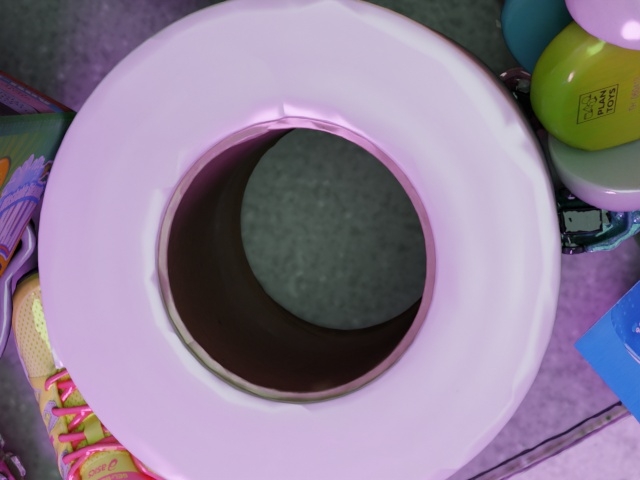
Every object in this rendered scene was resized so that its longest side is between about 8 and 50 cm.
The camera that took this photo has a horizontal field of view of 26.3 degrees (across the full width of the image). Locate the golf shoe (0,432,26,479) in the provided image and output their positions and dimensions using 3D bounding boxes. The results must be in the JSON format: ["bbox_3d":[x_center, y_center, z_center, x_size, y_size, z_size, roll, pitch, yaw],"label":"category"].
[{"bbox_3d":[-0.182,0.182,0.795,0.086,0.067,0.186,-24,107,40],"label":"golf shoe"}]

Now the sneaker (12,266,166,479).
[{"bbox_3d":[-0.114,0.110,0.765,0.081,0.094,0.209,-26,94,4],"label":"sneaker"}]

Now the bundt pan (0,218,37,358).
[{"bbox_3d":[-0.305,-0.023,0.735,0.330,0.124,0.331,0,97,0],"label":"bundt pan"}]

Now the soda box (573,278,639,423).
[{"bbox_3d":[0.235,0.008,0.720,0.067,0.071,0.210,51,119,20],"label":"soda box"}]

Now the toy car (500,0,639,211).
[{"bbox_3d":[0.172,-0.117,0.693,0.182,0.159,0.136,-24,52,-14],"label":"toy car"}]

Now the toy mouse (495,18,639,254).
[{"bbox_3d":[0.135,-0.045,0.779,0.161,0.031,0.143,43,99,-2],"label":"toy mouse"}]

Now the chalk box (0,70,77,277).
[{"bbox_3d":[-0.228,-0.024,0.587,0.180,0.179,0.289,29,94,-2],"label":"chalk box"}]

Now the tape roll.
[{"bbox_3d":[0.000,0.000,0.700,0.246,0.169,0.246,1,97,10],"label":"tape roll"}]
